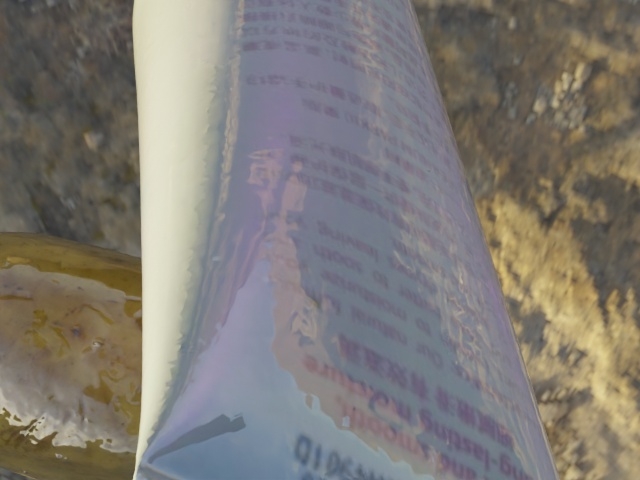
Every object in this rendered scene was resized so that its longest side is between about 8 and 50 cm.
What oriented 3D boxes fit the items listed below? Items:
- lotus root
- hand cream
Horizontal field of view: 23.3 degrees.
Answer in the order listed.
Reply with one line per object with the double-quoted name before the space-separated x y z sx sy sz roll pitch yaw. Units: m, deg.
"lotus root" -0.136 0.057 0.756 0.221 0.118 0.125 8 115 21
"hand cream" 0.000 0.000 0.553 0.118 0.185 0.358 -42 33 23
